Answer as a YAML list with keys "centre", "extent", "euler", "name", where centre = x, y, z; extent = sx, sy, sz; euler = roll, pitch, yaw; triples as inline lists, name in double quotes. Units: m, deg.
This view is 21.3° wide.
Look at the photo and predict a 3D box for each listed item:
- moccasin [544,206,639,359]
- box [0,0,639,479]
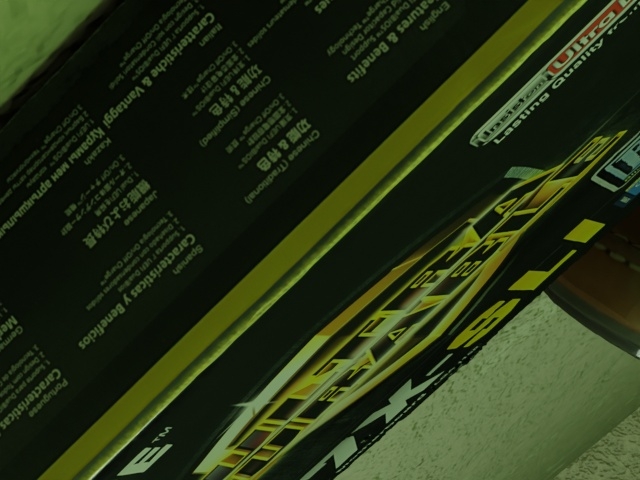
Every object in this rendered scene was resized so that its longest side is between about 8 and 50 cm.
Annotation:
- centre: [0.225, -0.064, 0.745]
  extent: [0.380, 0.139, 0.147]
  euler: [-25, 145, -37]
  name: "moccasin"
- centre: [0.000, 0.000, 0.474]
  extent: [0.322, 0.079, 0.257]
  euler: [-44, 167, 12]
  name: "box"
